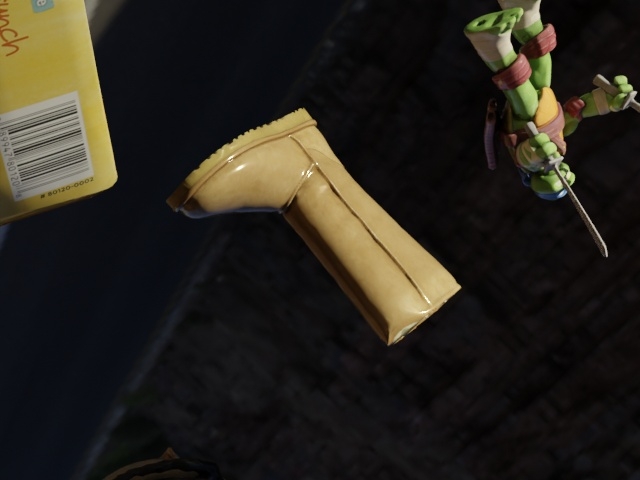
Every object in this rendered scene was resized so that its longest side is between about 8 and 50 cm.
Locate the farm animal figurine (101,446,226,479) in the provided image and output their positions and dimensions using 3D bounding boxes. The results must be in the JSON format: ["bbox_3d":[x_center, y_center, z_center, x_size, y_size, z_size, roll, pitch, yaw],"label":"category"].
[{"bbox_3d":[-0.072,0.218,0.689,0.172,0.330,0.326,-24,142,-16],"label":"farm animal figurine"}]

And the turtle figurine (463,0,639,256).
[{"bbox_3d":[0.296,-0.166,1.520,0.198,0.266,0.275,-31,-156,-10],"label":"turtle figurine"}]

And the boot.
[{"bbox_3d":[0.000,0.000,1.369,0.236,0.269,0.089,-34,172,-41],"label":"boot"}]

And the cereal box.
[{"bbox_3d":[-0.126,-0.144,0.366,0.047,0.240,0.173,-21,143,-16],"label":"cereal box"}]
